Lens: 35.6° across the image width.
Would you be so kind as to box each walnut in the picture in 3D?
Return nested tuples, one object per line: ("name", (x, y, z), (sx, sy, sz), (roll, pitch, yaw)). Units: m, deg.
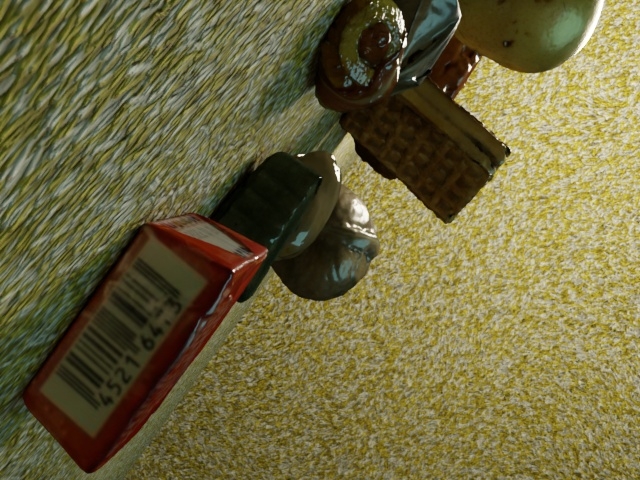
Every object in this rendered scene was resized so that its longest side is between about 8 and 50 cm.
("walnut", (0.002, 0.001, 2.049), (0.248, 0.248, 0.248), (-54, 179, -2))

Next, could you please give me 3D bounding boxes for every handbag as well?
("handbag", (0.124, -0.285, 1.396), (0.270, 0.117, 0.183), (-54, 165, -82))

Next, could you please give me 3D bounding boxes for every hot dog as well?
("hot dog", (0.053, -0.214, 1.214), (0.123, 0.093, 0.261), (-54, 179, -6))

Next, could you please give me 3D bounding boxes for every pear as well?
("pear", (0.381, -0.469, 1.866), (0.309, 0.309, 0.309), (-54, 179, -2))

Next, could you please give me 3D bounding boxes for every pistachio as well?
("pistachio", (-0.047, -0.056, 1.515), (0.206, 0.129, 0.131), (-58, 136, -31))

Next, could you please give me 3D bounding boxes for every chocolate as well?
("chocolate", (-0.169, 0.087, 1.001), (0.237, 0.108, 0.235), (-55, 178, 8))

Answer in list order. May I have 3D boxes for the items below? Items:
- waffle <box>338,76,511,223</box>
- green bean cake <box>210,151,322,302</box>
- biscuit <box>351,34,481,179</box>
("waffle", (0.190, -0.198, 1.885), (0.091, 0.308, 0.213), (-46, 175, -30))
("green bean cake", (-0.082, -0.020, 1.337), (0.185, 0.094, 0.183), (-51, 176, -12))
("biscuit", (0.209, -0.322, 2.247), (0.343, 0.166, 0.395), (-52, 177, -5))
